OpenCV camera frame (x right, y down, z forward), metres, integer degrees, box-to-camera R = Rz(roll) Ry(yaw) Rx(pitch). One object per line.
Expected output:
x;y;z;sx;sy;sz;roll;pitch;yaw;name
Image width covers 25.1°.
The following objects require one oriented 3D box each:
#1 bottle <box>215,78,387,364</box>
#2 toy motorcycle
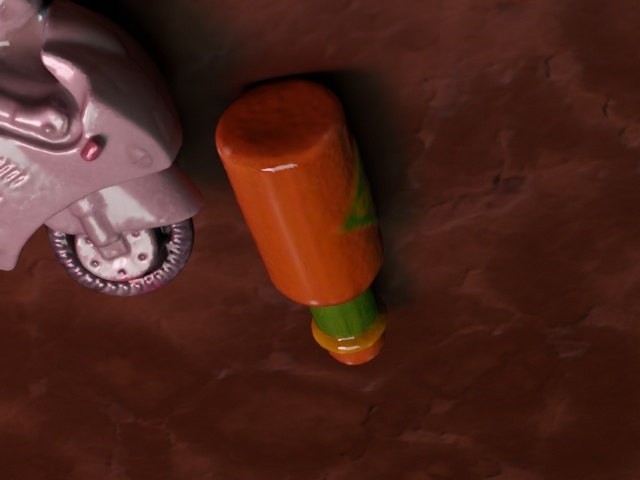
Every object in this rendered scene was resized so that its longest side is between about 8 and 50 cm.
0.000;0.000;0.771;0.069;0.069;0.187;-8;138;10;bottle
-0.170;-0.070;0.682;0.260;0.110;0.171;20;118;-10;toy motorcycle
